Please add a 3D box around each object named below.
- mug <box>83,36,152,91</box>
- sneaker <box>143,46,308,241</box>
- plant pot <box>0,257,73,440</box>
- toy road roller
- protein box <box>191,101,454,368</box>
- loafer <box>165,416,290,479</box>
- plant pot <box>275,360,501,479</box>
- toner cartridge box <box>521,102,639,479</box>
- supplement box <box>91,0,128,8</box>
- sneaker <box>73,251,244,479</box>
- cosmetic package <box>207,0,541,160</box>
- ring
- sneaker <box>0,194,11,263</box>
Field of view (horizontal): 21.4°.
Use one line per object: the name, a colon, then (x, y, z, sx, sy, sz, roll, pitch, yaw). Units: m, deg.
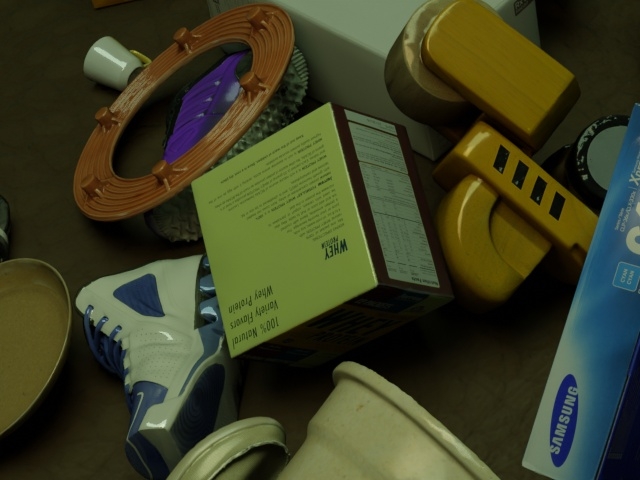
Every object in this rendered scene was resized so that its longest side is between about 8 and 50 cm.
mug: (-0.256, -0.227, 2.176, 0.064, 0.062, 0.078, 30, 66, 26)
sneaker: (-0.140, -0.117, 2.024, 0.146, 0.102, 0.293, 8, 53, 41)
plant pot: (-0.353, 0.129, 1.825, 0.236, 0.032, 0.236, -21, 48, 25)
toy road roller: (0.175, -0.073, 1.775, 0.329, 0.202, 0.240, 40, 79, 1)
protein box: (0.000, 0.000, 1.739, 0.200, 0.136, 0.201, -28, 66, 32)
loafer: (-0.122, 0.283, 1.632, 0.268, 0.102, 0.092, -43, 53, -14)
plant pot: (0.025, 0.326, 1.425, 0.305, 0.334, 0.334, -43, 51, -12)
toner cartridge box: (0.295, 0.059, 1.574, 0.075, 0.165, 0.347, 17, 90, 28)
supplement box: (-0.276, -0.460, 2.310, 0.129, 0.191, 0.194, -13, 46, 1)
sneaker: (-0.178, 0.126, 1.786, 0.182, 0.127, 0.315, -3, 39, 16)
cosmetic package: (0.060, -0.279, 2.086, 0.217, 0.156, 0.385, -39, 52, -23)
ring: (-0.169, -0.160, 1.984, 0.337, 0.032, 0.336, -31, 32, 21)
sneaker: (-0.475, -0.020, 2.020, 0.234, 0.078, 0.106, 0, 44, 8)
